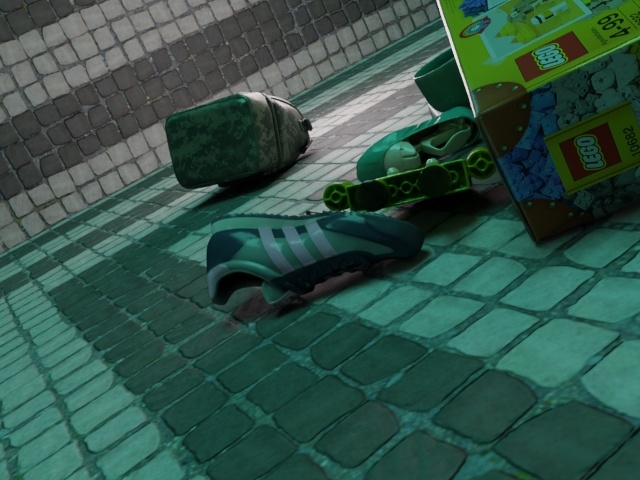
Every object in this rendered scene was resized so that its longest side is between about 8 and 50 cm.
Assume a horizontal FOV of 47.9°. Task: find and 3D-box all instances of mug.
[{"bbox_3d":[0.266,-0.308,1.358,0.158,0.097,0.129,-27,17,25],"label":"mug"}]

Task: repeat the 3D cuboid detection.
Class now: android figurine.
[{"bbox_3d":[0.133,-0.083,1.047,0.248,0.056,0.273,-13,5,16],"label":"android figurine"}]

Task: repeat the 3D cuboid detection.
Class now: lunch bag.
[{"bbox_3d":[-0.204,-0.258,1.869,0.305,0.212,0.256,-11,6,32],"label":"lunch bag"}]

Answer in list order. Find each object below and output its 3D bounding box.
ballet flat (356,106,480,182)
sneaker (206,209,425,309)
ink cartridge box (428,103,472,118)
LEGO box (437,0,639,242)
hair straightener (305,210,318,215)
[{"bbox_3d":[0.180,-0.168,1.295,0.247,0.083,0.087,-27,26,-4],"label":"ballet flat"},{"bbox_3d":[-0.014,0.034,0.986,0.319,0.112,0.131,-2,69,27],"label":"sneaker"},{"bbox_3d":[0.338,-0.282,1.453,0.225,0.056,0.181,-24,18,8],"label":"ink cartridge box"},{"bbox_3d":[0.370,-0.269,0.933,0.372,0.193,0.500,-24,30,17],"label":"LEGO box"},{"bbox_3d":[0.000,0.000,1.135,0.089,0.047,0.230,-32,23,-18],"label":"hair straightener"}]
